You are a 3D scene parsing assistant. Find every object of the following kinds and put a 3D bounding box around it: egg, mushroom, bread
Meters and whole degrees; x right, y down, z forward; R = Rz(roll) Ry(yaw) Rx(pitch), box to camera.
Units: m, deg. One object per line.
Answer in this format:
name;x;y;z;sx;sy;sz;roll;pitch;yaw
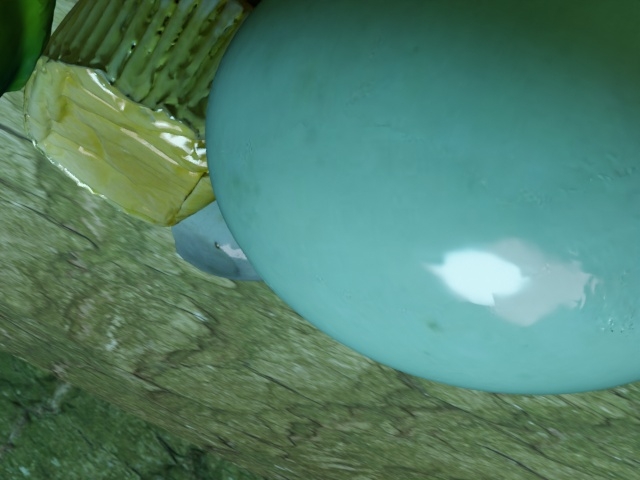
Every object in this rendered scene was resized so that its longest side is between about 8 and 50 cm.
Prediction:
egg;0.101;-0.052;1.032;0.389;0.276;0.276;7;157;39
mushroom;0.000;0.000;1.601;0.270;0.103;0.118;14;160;11
bread;-0.121;-0.112;1.361;0.179;0.133;0.250;27;159;-1

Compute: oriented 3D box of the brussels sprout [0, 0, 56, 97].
brussels sprout;-0.281;-0.194;0.874;0.342;0.425;0.361;-26;106;15
